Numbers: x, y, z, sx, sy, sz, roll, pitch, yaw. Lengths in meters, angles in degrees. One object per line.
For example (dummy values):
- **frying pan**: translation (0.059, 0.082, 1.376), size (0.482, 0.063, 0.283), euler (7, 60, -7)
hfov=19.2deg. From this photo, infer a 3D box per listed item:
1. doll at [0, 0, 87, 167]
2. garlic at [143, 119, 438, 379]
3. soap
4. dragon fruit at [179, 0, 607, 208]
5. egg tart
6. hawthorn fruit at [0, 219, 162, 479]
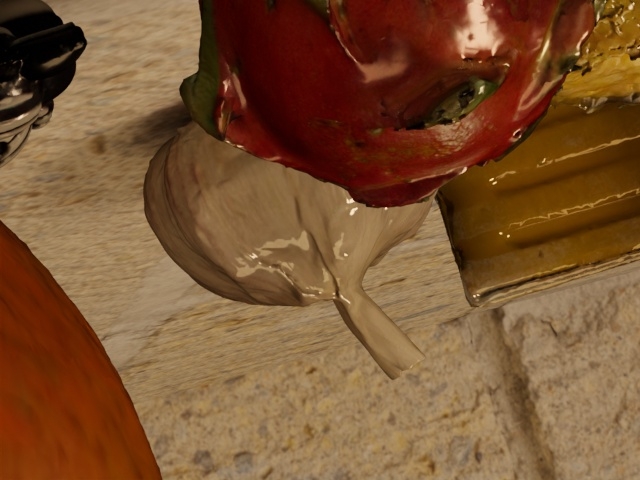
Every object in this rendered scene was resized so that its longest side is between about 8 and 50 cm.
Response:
- **doll**: translation (-0.176, -0.076, 0.979), size (0.091, 0.067, 0.219), euler (-17, 176, -19)
- **garlic**: translation (0.000, 0.000, 1.277), size (0.218, 0.212, 0.218), euler (-22, 168, -5)
- **soap**: translation (0.215, -0.058, 1.455), size (0.257, 0.160, 0.080), euler (-16, 172, 1)
- **dragon fruit**: translation (0.052, -0.123, 0.822), size (0.200, 0.198, 0.269), euler (0, 149, -26)
- **egg tart**: translation (0.191, -0.141, 1.191), size (0.212, 0.090, 0.212), euler (-14, 167, -3)
- **hawthorn fruit**: translation (-0.294, 0.150, 0.921), size (0.471, 0.472, 0.472), euler (-17, 170, -3)
